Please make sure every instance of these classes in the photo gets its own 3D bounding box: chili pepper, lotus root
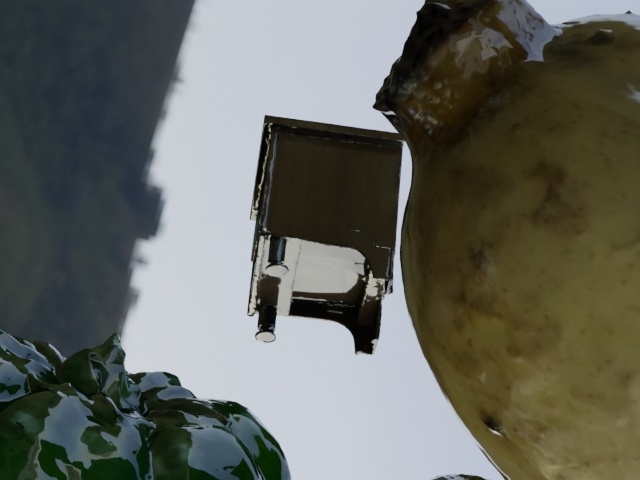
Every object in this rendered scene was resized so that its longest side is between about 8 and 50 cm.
[{"bbox_3d":[-0.127,0.221,0.733,0.167,0.213,0.384,22,-86,32],"label":"chili pepper"},{"bbox_3d":[0.120,0.033,0.618,0.146,0.284,0.160,-37,-169,19],"label":"lotus root"}]

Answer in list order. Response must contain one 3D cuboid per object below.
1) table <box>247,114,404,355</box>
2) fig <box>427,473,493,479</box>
[{"bbox_3d":[0.000,0.000,0.939,0.083,0.070,0.082,102,-6,-55],"label":"table"},{"bbox_3d":[0.059,0.130,0.800,0.088,0.074,0.074,-112,-138,-62],"label":"fig"}]
